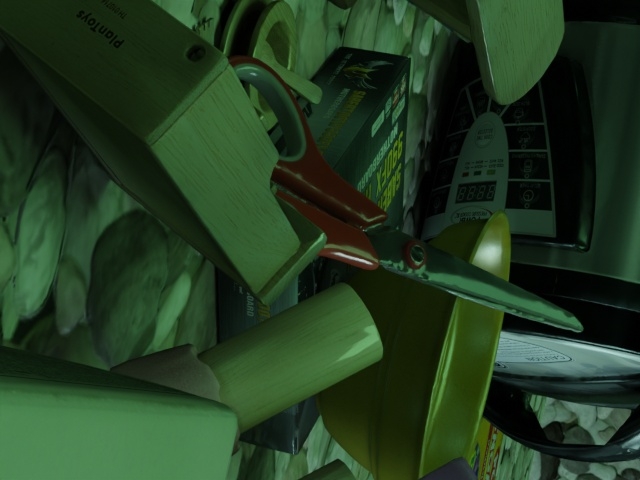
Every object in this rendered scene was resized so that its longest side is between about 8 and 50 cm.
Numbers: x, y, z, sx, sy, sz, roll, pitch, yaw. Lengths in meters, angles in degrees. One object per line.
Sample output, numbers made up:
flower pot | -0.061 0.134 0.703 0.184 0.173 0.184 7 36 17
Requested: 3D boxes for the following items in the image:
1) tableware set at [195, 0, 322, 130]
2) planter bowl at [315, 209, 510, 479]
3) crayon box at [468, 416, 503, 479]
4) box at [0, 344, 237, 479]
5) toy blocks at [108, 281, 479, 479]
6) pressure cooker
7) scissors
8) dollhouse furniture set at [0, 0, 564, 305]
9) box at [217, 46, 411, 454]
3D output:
tableware set | -0.027 -0.147 0.773 0.128 0.039 0.194 -53 150 -56
planter bowl | 0.053 0.078 0.908 0.217 0.090 0.217 12 90 -75
crayon box | 0.134 0.272 1.549 0.318 0.081 0.202 -22 122 -71
box | -0.143 0.078 0.342 0.311 0.148 0.121 27 76 -72
toy blocks | -0.032 0.235 0.658 0.260 0.309 0.288 -26 152 -15
pressure cooker | 0.292 0.009 1.375 0.370 0.376 0.420 52 51 -73
scissors | 0.031 0.011 0.768 0.297 0.021 0.109 37 55 -24
dollhouse furniture set | 0.001 -0.118 0.601 0.242 0.212 0.161 -47 155 -10
box | 0.000 0.000 0.938 0.231 0.056 0.183 -56 152 -53
